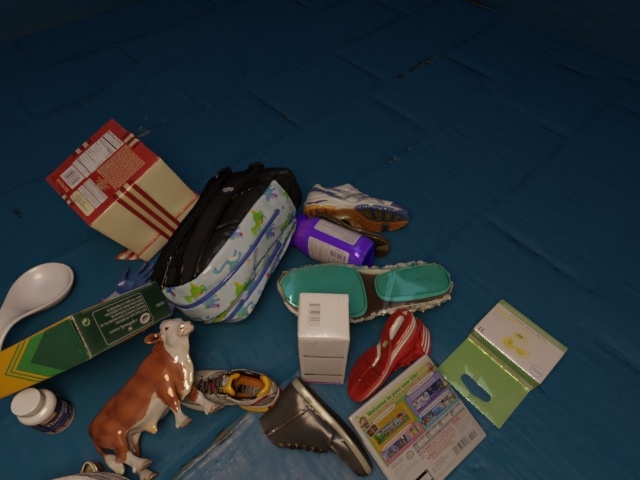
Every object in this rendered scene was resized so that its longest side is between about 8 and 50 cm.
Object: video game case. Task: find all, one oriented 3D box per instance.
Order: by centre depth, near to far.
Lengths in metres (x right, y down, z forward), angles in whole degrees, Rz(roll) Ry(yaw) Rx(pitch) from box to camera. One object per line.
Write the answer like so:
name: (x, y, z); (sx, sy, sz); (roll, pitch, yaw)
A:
video game case: (0.191, 0.365, 0.794); (0.213, 0.023, 0.193); (-31, 77, -22)

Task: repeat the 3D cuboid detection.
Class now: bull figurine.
bull figurine: (-0.310, 0.298, 0.772); (0.188, 0.101, 0.310); (43, 95, 27)

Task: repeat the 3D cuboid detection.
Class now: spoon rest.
spoon rest: (-0.679, 0.162, 0.938); (0.138, 0.084, 0.276); (5, 53, 3)

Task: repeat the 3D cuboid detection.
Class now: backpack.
backpack: (-0.221, 0.015, 0.945); (0.291, 0.273, 0.355); (-2, 36, 33)

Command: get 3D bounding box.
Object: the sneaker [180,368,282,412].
sneaker: (-0.196, 0.296, 0.831); (0.226, 0.092, 0.087); (-2, 52, 4)

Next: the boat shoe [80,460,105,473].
boat shoe: (-0.408, 0.469, 0.727); (0.049, 0.043, 0.136); (-14, 55, -14)

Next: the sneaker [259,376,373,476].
sneaker: (-0.009, 0.388, 0.787); (0.118, 0.083, 0.222); (-45, 72, -7)

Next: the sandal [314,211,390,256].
sandal: (0.087, -0.023, 1.092); (0.220, 0.089, 0.060); (17, 45, 13)

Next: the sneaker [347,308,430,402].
sneaker: (0.163, 0.266, 0.869); (0.221, 0.128, 0.087); (-53, 30, 3)

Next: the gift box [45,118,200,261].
gift box: (-0.503, -0.109, 1.052); (0.276, 0.258, 0.255); (-44, 65, -7)

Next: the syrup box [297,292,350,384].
syrup box: (0.005, 0.205, 0.815); (0.097, 0.236, 0.093); (2, 52, 0)

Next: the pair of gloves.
pair of gloves: (-0.434, 0.135, 1.002); (0.198, 0.023, 0.159); (28, 55, 18)

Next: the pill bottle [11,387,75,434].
pill bottle: (-0.537, 0.329, 0.785); (0.067, 0.120, 0.066); (0, 53, 0)

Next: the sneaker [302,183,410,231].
sneaker: (0.103, -0.108, 1.142); (0.297, 0.111, 0.130); (8, 52, 4)

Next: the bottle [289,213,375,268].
bottle: (0.000, 0.000, 1.051); (0.283, 0.118, 0.092); (23, 57, 23)

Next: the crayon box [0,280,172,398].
crayon box: (-0.482, 0.196, 0.789); (0.323, 0.203, 0.083); (-24, 93, 21)

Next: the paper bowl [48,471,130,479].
paper bowl: (-0.395, 0.510, 0.601); (0.285, 0.148, 0.283); (1, 64, -2)

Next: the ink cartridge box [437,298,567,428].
ink cartridge box: (0.400, 0.262, 0.894); (0.235, 0.056, 0.171); (-34, 60, -26)

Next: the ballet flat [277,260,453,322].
ballet flat: (0.104, 0.131, 0.938); (0.410, 0.146, 0.146); (-1, 52, -10)
